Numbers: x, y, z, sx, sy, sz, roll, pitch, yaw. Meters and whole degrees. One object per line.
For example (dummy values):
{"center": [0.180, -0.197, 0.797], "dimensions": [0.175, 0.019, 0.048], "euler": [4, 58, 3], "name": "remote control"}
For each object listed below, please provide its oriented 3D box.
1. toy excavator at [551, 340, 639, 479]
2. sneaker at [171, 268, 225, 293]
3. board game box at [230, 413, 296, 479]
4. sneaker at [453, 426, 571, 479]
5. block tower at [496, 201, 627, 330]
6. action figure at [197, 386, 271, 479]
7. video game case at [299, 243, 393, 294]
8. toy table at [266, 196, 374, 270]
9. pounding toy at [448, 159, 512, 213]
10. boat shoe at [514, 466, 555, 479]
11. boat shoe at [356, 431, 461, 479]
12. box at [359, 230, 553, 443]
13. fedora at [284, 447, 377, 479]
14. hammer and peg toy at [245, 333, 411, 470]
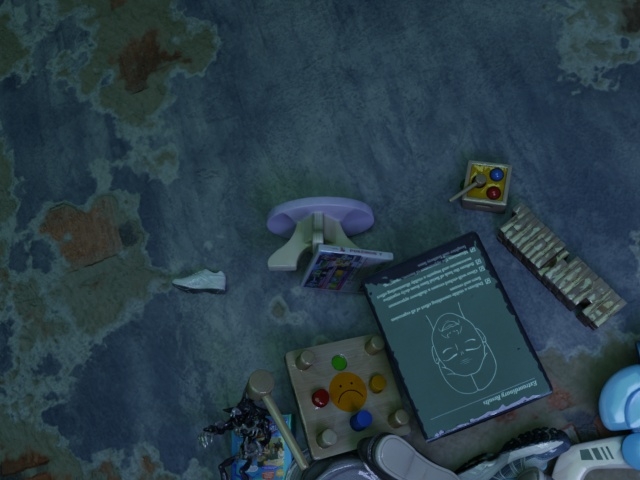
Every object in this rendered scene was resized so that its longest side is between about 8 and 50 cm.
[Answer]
{"center": [0.666, 0.431, 1.412], "dimensions": [0.446, 0.222, 0.432], "euler": [-13, 73, 23], "name": "toy excavator"}
{"center": [-0.330, 0.111, 1.776], "dimensions": [0.152, 0.053, 0.061], "euler": [2, 66, 6], "name": "sneaker"}
{"center": [-0.140, 0.541, 1.612], "dimensions": [0.160, 0.047, 0.210], "euler": [-5, 74, 11], "name": "board game box"}
{"center": [0.442, 0.515, 1.452], "dimensions": [0.283, 0.110, 0.122], "euler": [-35, 80, 26], "name": "sneaker"}
{"center": [0.569, 0.063, 1.572], "dimensions": [0.097, 0.091, 0.335], "euler": [-39, 70, -1], "name": "block tower"}
{"center": [-0.193, 0.484, 1.542], "dimensions": [0.164, 0.141, 0.275], "euler": [-3, 75, 24], "name": "action figure"}
{"center": [0.059, 0.074, 1.592], "dimensions": [0.184, 0.201, 0.023], "euler": [7, 60, -13], "name": "video game case"}
{"center": [0.000, 0.000, 1.644], "dimensions": [0.275, 0.252, 0.160], "euler": [-7, 59, 10], "name": "toy table"}
{"center": [0.407, -0.134, 1.656], "dimensions": [0.141, 0.100, 0.130], "euler": [9, 76, 14], "name": "pounding toy"}
{"center": [0.427, 0.603, 1.369], "dimensions": [0.097, 0.116, 0.324], "euler": [21, 121, 7], "name": "boat shoe"}
{"center": [0.214, 0.531, 1.430], "dimensions": [0.335, 0.096, 0.112], "euler": [45, 61, -18], "name": "boat shoe"}
{"center": [0.307, 0.229, 1.518], "dimensions": [0.294, 0.212, 0.395], "euler": [-23, 70, 5], "name": "box"}
{"center": [0.049, 0.581, 1.495], "dimensions": [0.276, 0.124, 0.243], "euler": [-5, 73, -2], "name": "fedora"}
{"center": [0.015, 0.374, 1.508], "dimensions": [0.362, 0.127, 0.265], "euler": [-9, 67, -22], "name": "hammer and peg toy"}
